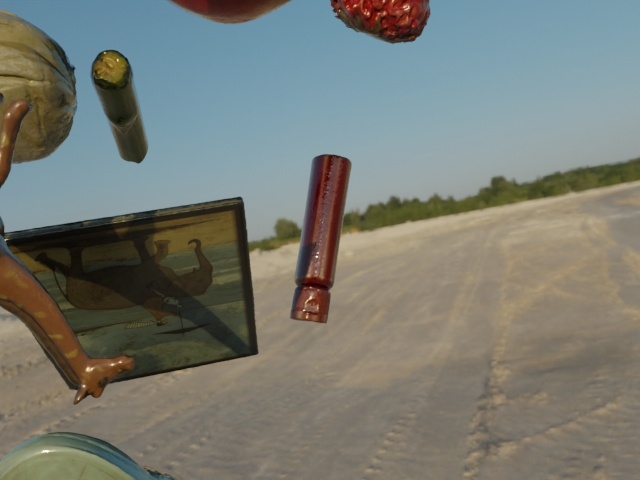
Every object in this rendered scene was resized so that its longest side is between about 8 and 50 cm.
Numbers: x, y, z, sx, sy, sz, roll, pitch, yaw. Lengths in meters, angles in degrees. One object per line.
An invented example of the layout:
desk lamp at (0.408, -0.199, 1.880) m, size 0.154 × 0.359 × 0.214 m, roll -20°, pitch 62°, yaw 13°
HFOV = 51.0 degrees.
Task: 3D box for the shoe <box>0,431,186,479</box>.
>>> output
shoe at (-0.153, 0.222, 0.553) m, size 0.103 × 0.251 × 0.100 m, roll -34°, pitch 30°, yaw 5°

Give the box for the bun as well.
bun at (-0.328, -0.171, 0.744) m, size 0.114 × 0.166 × 0.173 m, roll -11°, pitch 9°, yaw -21°

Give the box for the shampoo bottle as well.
shampoo bottle at (0.000, 0.000, 1.069) m, size 0.065 × 0.260 × 0.102 m, roll 10°, pitch -9°, yaw -9°

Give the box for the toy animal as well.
toy animal at (-0.238, 0.007, 0.492) m, size 0.224 × 0.229 × 0.066 m, roll 9°, pitch 15°, yaw -17°

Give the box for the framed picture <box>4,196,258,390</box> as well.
framed picture at (-0.209, 0.079, 0.797) m, size 0.265 × 0.016 × 0.347 m, roll -9°, pitch -35°, yaw -10°

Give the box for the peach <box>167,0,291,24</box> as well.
peach at (-0.142, -0.569, 1.302) m, size 0.381 × 0.306 × 0.242 m, roll -16°, pitch -16°, yaw 7°

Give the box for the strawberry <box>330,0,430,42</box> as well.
strawberry at (0.072, -0.305, 0.860) m, size 0.145 × 0.086 × 0.145 m, roll 19°, pitch 17°, yaw -6°

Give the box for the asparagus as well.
asparagus at (-0.304, -0.198, 1.040) m, size 0.060 × 0.067 × 0.277 m, roll -21°, pitch -10°, yaw -14°
